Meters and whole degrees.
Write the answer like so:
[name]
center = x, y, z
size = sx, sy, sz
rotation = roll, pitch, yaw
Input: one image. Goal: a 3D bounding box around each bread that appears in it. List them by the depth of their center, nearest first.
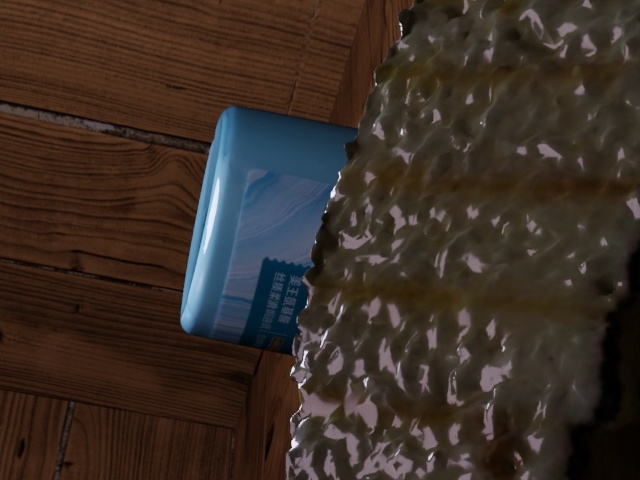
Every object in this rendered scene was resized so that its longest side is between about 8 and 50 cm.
[bread]
center = 0.148, 0.044, 0.835
size = 0.264, 0.239, 0.395
rotation = 39, -116, -55

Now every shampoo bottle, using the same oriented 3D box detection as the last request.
[shampoo bottle]
center = 0.000, 0.000, 1.717
size = 0.331, 0.342, 0.331
rotation = -168, 90, -82

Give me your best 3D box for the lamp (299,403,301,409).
[lamp]
center = 0.051, 0.264, 1.735
size = 0.182, 0.140, 0.182
rotation = 44, 143, 48
